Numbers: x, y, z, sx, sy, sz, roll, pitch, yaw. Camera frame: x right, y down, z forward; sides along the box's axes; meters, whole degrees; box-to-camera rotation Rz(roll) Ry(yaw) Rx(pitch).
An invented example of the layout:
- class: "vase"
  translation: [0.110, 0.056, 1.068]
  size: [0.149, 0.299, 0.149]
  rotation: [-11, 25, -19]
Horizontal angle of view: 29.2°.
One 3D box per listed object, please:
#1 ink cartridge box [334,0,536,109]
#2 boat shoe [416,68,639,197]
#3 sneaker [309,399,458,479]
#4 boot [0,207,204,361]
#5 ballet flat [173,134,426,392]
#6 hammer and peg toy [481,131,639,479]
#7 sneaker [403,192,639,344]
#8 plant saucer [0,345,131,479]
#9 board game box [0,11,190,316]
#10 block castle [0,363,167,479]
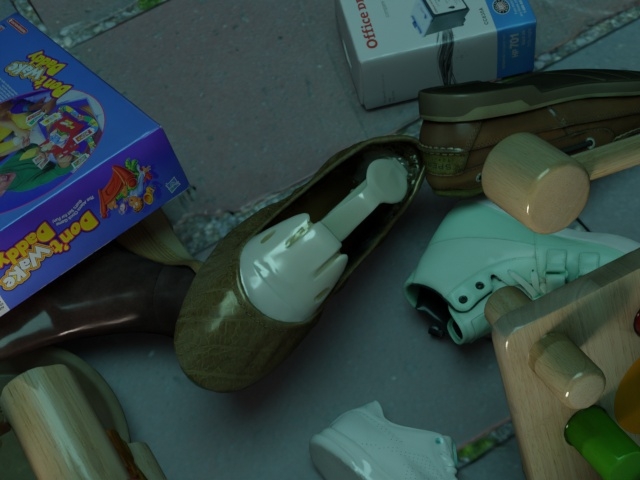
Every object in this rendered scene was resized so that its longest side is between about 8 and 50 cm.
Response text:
- class: "ink cartridge box"
  translation: [0.120, -0.234, 1.316]
  size: [0.191, 0.082, 0.139]
  rotation: [-13, 56, -3]
- class: "boat shoe"
  translation: [0.226, -0.108, 1.199]
  size: [0.307, 0.104, 0.111]
  rotation: [-9, 15, -24]
- class: "sneaker"
  translation: [0.093, 0.209, 1.039]
  size: [0.094, 0.080, 0.212]
  rotation: [-35, 58, -29]
- class: "boot"
  translation: [-0.203, 0.073, 1.145]
  size: [0.207, 0.090, 0.248]
  rotation: [-25, 46, -16]
- class: "ballet flat"
  translation: [0.000, 0.000, 1.095]
  size: [0.116, 0.124, 0.342]
  rotation: [50, 47, -2]
- class: "hammer and peg toy"
  translation: [0.261, 0.065, 0.943]
  size: [0.266, 0.361, 0.127]
  rotation: [-25, 36, -10]
- class: "sneaker"
  translation: [0.200, 0.059, 1.104]
  size: [0.256, 0.094, 0.151]
  rotation: [21, 56, 31]
- class: "plant saucer"
  translation: [-0.302, 0.216, 1.099]
  size: [0.278, 0.041, 0.278]
  rotation: [-4, 57, 6]
- class: "board game box"
  translation: [-0.317, -0.086, 1.217]
  size: [0.233, 0.078, 0.347]
  rotation: [-35, 42, -15]
- class: "block castle"
  translation: [-0.282, 0.309, 0.854]
  size: [0.453, 0.303, 0.213]
  rotation: [-30, 66, -7]
